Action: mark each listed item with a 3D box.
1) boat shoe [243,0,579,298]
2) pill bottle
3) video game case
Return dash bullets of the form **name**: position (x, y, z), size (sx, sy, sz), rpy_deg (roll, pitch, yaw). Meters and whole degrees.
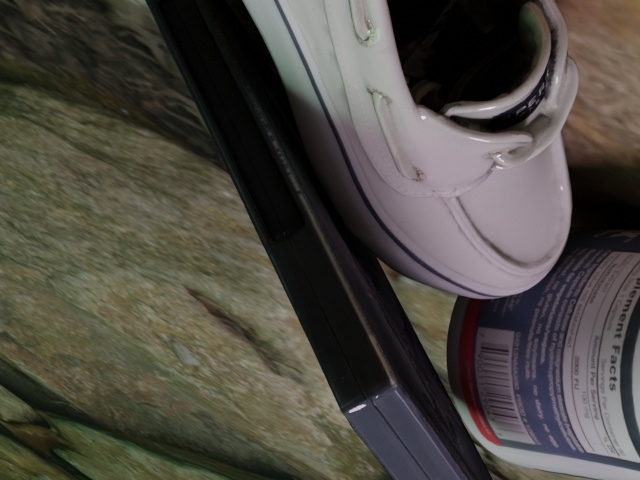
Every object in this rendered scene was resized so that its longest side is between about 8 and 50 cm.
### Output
- **boat shoe**: position (0.048, -0.064, 0.709), size (0.088, 0.096, 0.267), rpy_deg (22, 151, 40)
- **pill bottle**: position (0.146, 0.050, 0.804), size (0.108, 0.108, 0.180), rpy_deg (43, 158, -29)
- **video game case**: position (0.000, 0.000, 0.788), size (0.274, 0.026, 0.196), rpy_deg (62, -176, 37)
